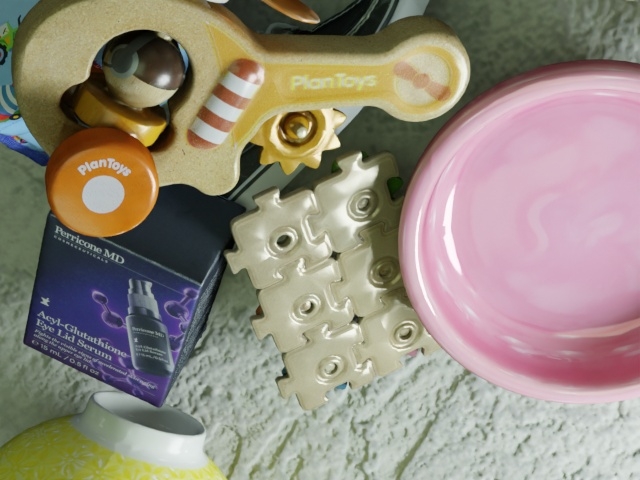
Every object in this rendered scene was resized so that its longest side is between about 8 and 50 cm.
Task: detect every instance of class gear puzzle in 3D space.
[{"bbox_3d":[0.000,0.000,1.225,0.175,0.044,0.339,-25,127,-8],"label":"gear puzzle"}]

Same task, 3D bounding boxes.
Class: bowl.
[{"bbox_3d":[-0.185,0.235,1.283,0.289,0.289,0.156,20,95,4],"label":"bowl"}]

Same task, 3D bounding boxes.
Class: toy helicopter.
[{"bbox_3d":[-0.056,-0.143,1.041,0.355,0.140,0.235,-4,121,-13],"label":"toy helicopter"}]

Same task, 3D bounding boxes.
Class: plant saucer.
[{"bbox_3d":[0.235,-0.011,1.207,0.332,0.084,0.332,2,119,4],"label":"plant saucer"}]

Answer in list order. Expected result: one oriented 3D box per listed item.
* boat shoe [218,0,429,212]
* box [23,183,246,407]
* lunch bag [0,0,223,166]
[{"bbox_3d":[-0.031,-0.139,1.227,0.105,0.113,0.306,37,118,-17],"label":"boat shoe"},{"bbox_3d":[-0.176,0.034,1.261,0.153,0.108,0.207,24,138,3],"label":"box"},{"bbox_3d":[-0.227,-0.251,1.203,0.221,0.138,0.293,-25,70,17],"label":"lunch bag"}]
